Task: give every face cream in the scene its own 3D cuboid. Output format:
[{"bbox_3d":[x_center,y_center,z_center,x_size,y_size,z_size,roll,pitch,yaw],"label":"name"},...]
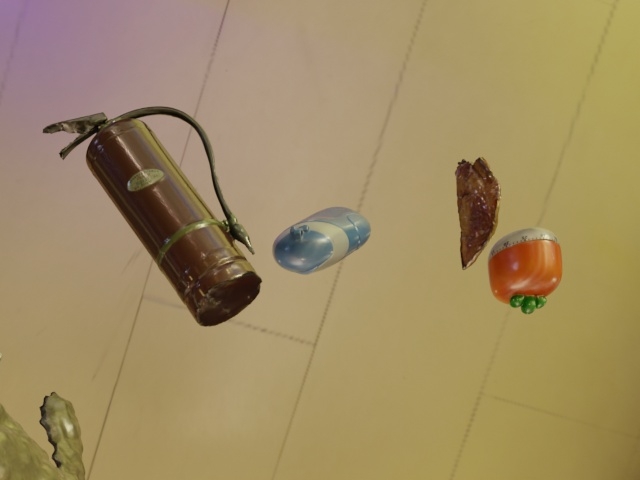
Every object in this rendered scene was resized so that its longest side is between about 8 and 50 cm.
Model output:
[{"bbox_3d":[0.000,0.000,1.664,0.149,0.264,0.083,-13,95,15],"label":"face cream"}]

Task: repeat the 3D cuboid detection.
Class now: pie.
[{"bbox_3d":[0.219,-0.051,1.443,0.034,0.092,0.169,15,56,-29],"label":"pie"}]

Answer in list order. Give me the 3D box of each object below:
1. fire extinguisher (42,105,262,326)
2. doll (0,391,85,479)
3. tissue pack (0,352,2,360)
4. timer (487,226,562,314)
[{"bbox_3d":[-0.087,-0.027,0.584,0.078,0.045,0.157,-31,65,-17],"label":"fire extinguisher"},{"bbox_3d":[-0.134,0.089,0.401,0.091,0.202,0.286,-37,76,1],"label":"doll"},{"bbox_3d":[-0.389,0.137,1.058,0.074,0.058,0.094,40,103,-13],"label":"tissue pack"},{"bbox_3d":[0.315,0.054,1.568,0.099,0.136,0.136,2,100,-22],"label":"timer"}]
